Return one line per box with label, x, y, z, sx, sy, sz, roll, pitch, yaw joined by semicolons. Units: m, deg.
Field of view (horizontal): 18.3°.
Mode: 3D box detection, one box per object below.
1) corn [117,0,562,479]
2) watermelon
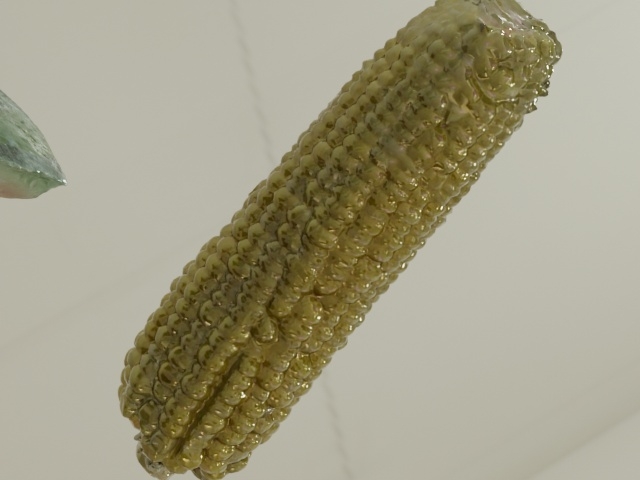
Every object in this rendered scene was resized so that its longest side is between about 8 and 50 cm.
corn;0.000;0.000;0.929;0.086;0.288;0.086;36;17;-13
watermelon;-0.165;-0.043;0.799;0.101;0.080;0.155;32;-7;30
